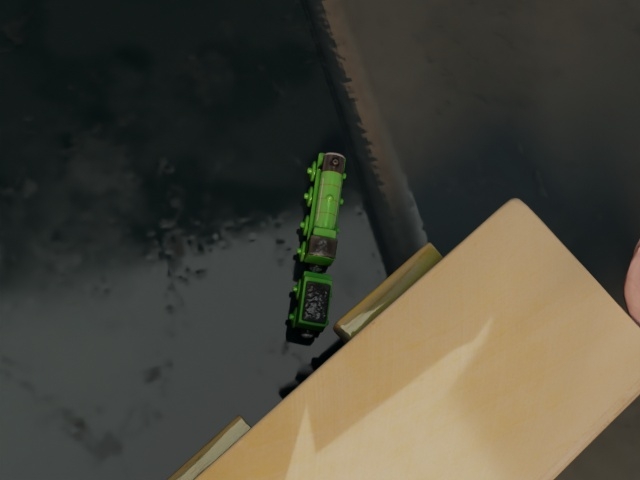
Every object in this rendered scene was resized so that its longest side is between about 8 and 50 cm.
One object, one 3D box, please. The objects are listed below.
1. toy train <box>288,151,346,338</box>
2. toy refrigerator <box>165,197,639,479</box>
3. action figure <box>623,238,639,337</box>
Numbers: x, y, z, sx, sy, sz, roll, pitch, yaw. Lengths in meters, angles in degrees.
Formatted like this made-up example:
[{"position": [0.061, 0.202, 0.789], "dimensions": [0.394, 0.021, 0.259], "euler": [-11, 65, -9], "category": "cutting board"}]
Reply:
[{"position": [0.000, 0.000, 0.562], "dimensions": [0.017, 0.023, 0.083], "euler": [9, 73, -7], "category": "toy train"}, {"position": [-0.009, 0.106, 0.489], "dimensions": [0.269, 0.102, 0.094], "euler": [-40, 84, -17], "category": "toy refrigerator"}, {"position": [0.294, -0.088, 0.578], "dimensions": [0.276, 0.248, 0.370], "euler": [6, 70, 16], "category": "action figure"}]
